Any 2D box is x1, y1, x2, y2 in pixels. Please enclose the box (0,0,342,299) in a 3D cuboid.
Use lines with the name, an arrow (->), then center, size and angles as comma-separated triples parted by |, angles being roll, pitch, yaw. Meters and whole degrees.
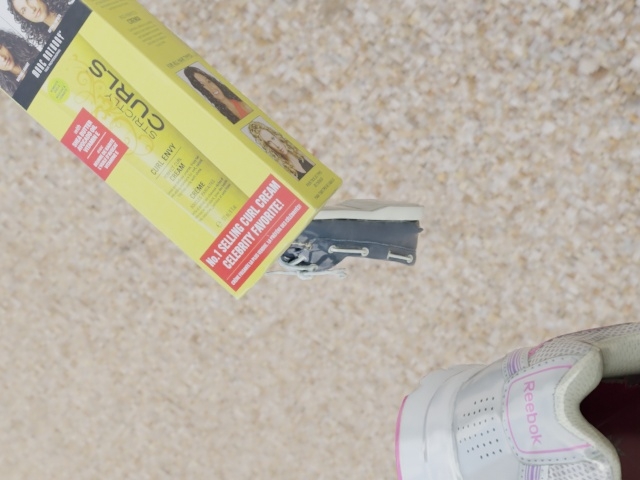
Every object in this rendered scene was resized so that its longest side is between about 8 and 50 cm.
box -> -0.104, -0.075, 0.699 | 0.232, 0.058, 0.087 | 42, 117, -1

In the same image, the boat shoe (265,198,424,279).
boat shoe -> 0.000, 0.000, 1.211 | 0.095, 0.255, 0.079 | 11, 102, 49

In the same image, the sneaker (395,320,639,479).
sneaker -> 0.163, 0.083, 0.459 | 0.252, 0.103, 0.111 | 0, 162, -20
